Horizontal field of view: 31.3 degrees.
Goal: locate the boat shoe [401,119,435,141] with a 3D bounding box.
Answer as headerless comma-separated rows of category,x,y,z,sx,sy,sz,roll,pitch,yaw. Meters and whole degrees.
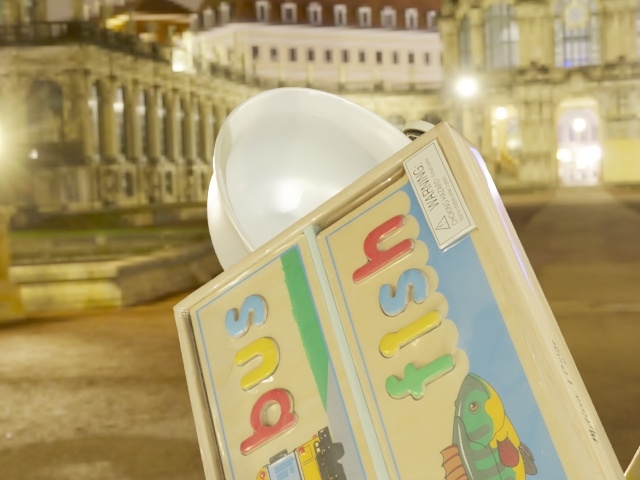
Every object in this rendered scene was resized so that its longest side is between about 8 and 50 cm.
boat shoe,0.136,-0.071,1.578,0.081,0.069,0.228,15,-29,21

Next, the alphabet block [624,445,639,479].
alphabet block,0.417,0.194,0.988,0.192,0.197,0.193,30,-4,-23

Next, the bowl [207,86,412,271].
bowl,0.000,0.000,1.158,0.297,0.298,0.134,-5,-31,-40

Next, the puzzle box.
puzzle box,0.046,0.148,0.747,0.272,0.409,0.052,-35,-39,22
